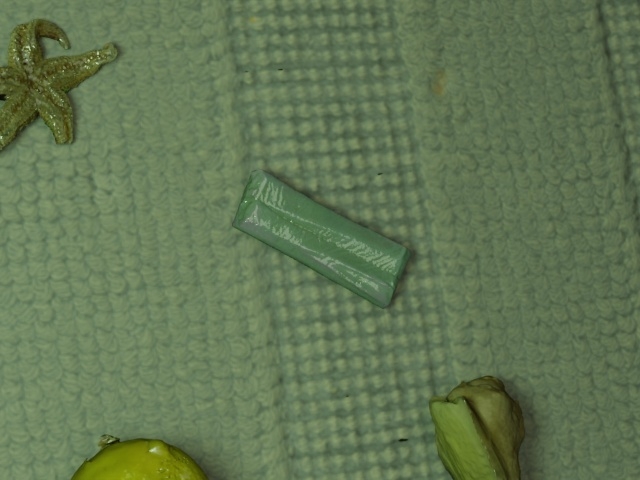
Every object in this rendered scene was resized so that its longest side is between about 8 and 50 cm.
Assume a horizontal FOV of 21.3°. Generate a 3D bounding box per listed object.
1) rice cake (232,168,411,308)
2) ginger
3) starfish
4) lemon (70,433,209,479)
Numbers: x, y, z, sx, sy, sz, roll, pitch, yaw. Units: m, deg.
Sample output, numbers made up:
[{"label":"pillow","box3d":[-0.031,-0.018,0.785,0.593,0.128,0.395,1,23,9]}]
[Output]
[{"label":"rice cake","box3d":[-0.001,-0.001,2.039,0.221,0.042,0.080,28,76,-14]},{"label":"ginger","box3d":[0.209,0.255,2.039,0.122,0.115,0.193,-27,101,-39]},{"label":"starfish","box3d":[-0.323,-0.177,1.949,0.209,0.053,0.150,-28,95,-24]},{"label":"lemon","box3d":[-0.193,0.311,1.839,0.173,0.173,0.206,-18,106,-22]}]
